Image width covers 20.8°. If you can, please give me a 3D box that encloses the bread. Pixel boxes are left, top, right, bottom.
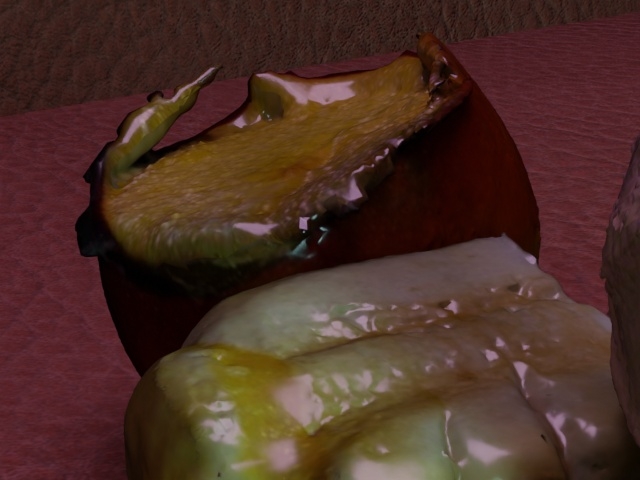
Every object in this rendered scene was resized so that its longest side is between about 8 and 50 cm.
[{"bbox_3d":[0.044,0.154,1.100,0.341,0.210,0.300,-13,31,-32],"label":"bread"}]

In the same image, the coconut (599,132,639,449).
[{"bbox_3d":[0.342,0.017,0.935,0.404,0.405,0.404,-2,16,1],"label":"coconut"}]

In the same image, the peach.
[{"bbox_3d":[0.000,0.000,1.418,0.339,0.353,0.416,-14,-15,27],"label":"peach"}]
